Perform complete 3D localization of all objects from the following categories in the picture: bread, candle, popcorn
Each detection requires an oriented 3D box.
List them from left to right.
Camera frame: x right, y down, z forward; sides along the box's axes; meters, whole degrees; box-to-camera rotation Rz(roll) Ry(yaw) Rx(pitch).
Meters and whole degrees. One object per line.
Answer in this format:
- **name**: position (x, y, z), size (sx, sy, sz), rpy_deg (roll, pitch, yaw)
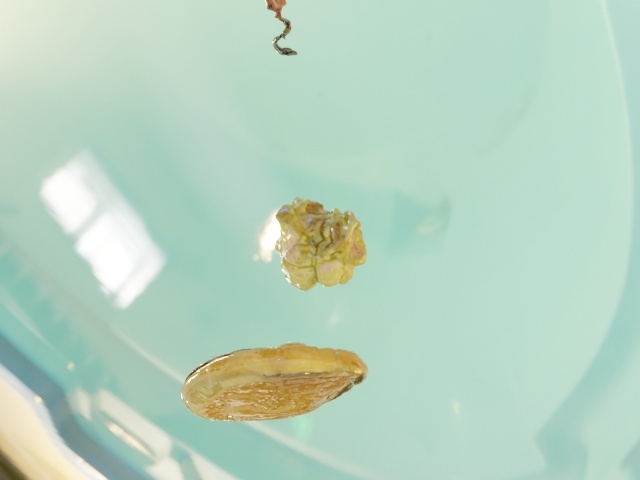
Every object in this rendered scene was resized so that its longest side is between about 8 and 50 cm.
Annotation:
- **candle**: position (-0.047, -0.236, 0.803), size (0.026, 0.021, 0.167), rpy_deg (169, 88, -79)
- **bread**: position (-0.025, 0.083, 0.547), size (0.110, 0.024, 0.110), rpy_deg (-8, 155, -4)
- **popcorn**: position (-0.001, 0.001, 1.008), size (0.109, 0.097, 0.089), rpy_deg (-147, 51, -61)
